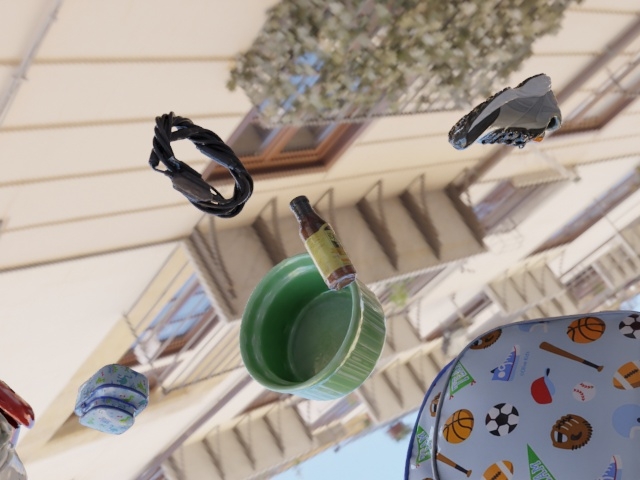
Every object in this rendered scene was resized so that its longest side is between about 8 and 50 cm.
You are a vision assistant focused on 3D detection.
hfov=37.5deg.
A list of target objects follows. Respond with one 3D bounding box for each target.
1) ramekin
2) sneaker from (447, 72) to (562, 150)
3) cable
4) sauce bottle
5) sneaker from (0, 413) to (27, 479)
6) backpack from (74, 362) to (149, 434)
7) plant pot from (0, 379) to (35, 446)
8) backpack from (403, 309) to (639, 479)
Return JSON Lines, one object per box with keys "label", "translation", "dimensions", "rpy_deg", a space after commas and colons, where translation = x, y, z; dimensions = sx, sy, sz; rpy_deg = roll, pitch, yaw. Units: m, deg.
{"label": "ramekin", "translation": [-0.009, 0.189, 1.973], "dimensions": [0.148, 0.303, 0.303], "rpy_deg": [33, -145, -46]}
{"label": "sneaker", "translation": [0.323, -0.201, 1.592], "dimensions": [0.272, 0.100, 0.108], "rpy_deg": [-26, -94, -38]}
{"label": "cable", "translation": [-0.173, -0.109, 1.374], "dimensions": [0.184, 0.047, 0.150], "rpy_deg": [27, -144, -37]}
{"label": "sauce bottle", "translation": [0.000, 0.000, 1.155], "dimensions": [0.042, 0.042, 0.128], "rpy_deg": [-6, -122, -43]}
{"label": "sneaker", "translation": [-0.404, 0.234, 1.063], "dimensions": [0.129, 0.297, 0.111], "rpy_deg": [5, -123, 19]}
{"label": "backpack", "translation": [-0.343, 0.267, 1.574], "dimensions": [0.105, 0.114, 0.084], "rpy_deg": [26, -143, -28]}
{"label": "plant pot", "translation": [-0.519, 0.267, 1.353], "dimensions": [0.191, 0.191, 0.174], "rpy_deg": [42, -108, -2]}
{"label": "backpack", "translation": [0.198, 0.190, 0.772], "dimensions": [0.213, 0.263, 0.276], "rpy_deg": [47, -135, -30]}
